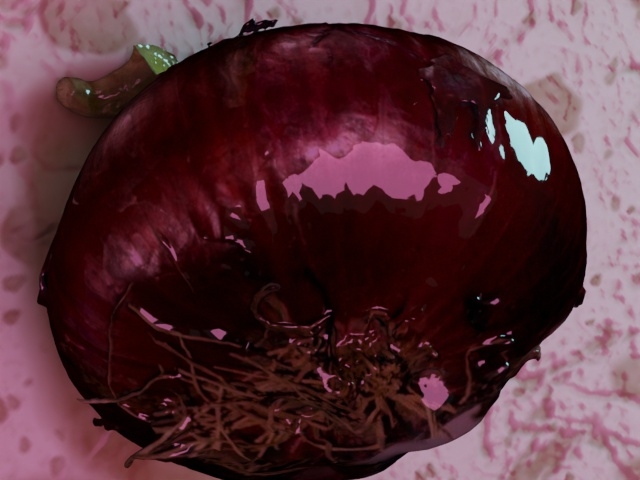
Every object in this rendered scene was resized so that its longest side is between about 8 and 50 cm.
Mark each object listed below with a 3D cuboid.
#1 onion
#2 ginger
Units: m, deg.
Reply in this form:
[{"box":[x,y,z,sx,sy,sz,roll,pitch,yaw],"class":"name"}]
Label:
[{"box":[0.000,0.000,1.023,0.314,0.232,0.314,-6,141,-5],"class":"onion"},{"box":[-0.105,-0.091,1.069,0.097,0.030,0.048,6,99,-26],"class":"ginger"}]
